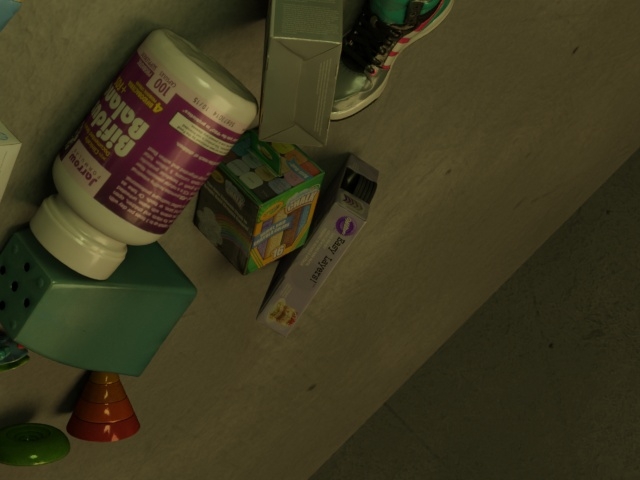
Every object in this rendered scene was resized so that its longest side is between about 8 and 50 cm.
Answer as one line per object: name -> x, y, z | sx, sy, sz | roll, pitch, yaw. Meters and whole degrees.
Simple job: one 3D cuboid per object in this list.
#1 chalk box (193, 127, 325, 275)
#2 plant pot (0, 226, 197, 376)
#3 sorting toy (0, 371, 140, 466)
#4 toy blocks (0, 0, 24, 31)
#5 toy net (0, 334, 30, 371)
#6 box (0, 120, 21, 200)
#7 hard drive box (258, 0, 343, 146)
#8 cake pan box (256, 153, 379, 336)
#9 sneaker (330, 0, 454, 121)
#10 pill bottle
chalk box -> -0.090, -0.079, 1.903 | 0.132, 0.132, 0.213 | -28, 152, -34
plant pot -> -0.330, 0.069, 1.728 | 0.234, 0.165, 0.165 | 11, 120, -54
sorting toy -> -0.434, 0.266, 1.969 | 0.366, 0.127, 0.126 | -11, 110, -48
toy blocks -> -0.350, -0.307, 1.111 | 0.261, 0.190, 0.381 | -43, 159, 23
toy net -> -0.441, 0.170, 1.708 | 0.122, 0.045, 0.232 | -11, -170, 15
box -> -0.394, -0.099, 1.313 | 0.038, 0.186, 0.145 | -15, 142, -49
hard drive box -> -0.024, -0.265, 1.600 | 0.089, 0.232, 0.181 | 5, 140, -4
cake pan box -> 0.000, 0.000, 2.117 | 0.267, 0.070, 0.245 | -56, -172, 22
sneaker -> 0.086, -0.314, 1.823 | 0.295, 0.124, 0.178 | -49, 162, -12
pill bottle -> -0.230, -0.102, 1.595 | 0.301, 0.169, 0.169 | -51, 156, 10
